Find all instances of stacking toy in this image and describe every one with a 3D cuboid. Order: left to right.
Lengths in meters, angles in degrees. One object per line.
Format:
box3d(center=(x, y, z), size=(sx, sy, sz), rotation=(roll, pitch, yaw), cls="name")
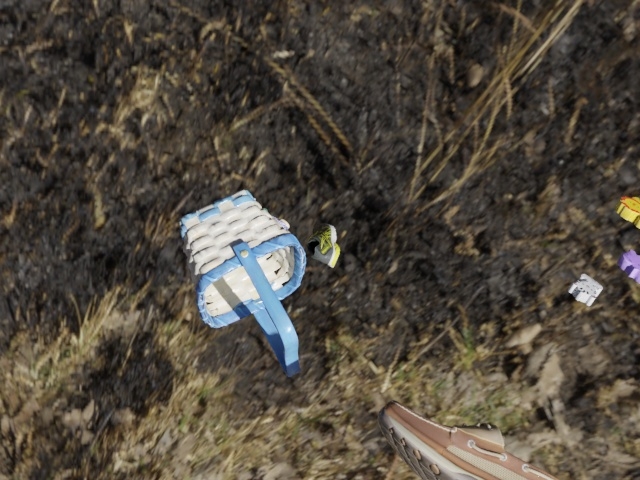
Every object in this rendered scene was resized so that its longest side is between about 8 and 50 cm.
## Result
box3d(center=(0.477, 0.062, 1.326), size=(0.221, 0.167, 0.052), rotation=(37, 37, 19), cls="stacking toy")

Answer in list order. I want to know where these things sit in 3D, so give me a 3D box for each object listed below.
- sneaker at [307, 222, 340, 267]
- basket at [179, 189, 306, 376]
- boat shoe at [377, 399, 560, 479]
box3d(center=(0.000, 0.000, 1.150), size=(0.035, 0.031, 0.083), rotation=(18, 22, -22), cls="sneaker")
box3d(center=(-0.112, 0.077, 1.585), size=(0.201, 0.255, 0.289), rotation=(-22, 71, -11), cls="basket")
box3d(center=(0.237, 0.342, 1.459), size=(0.324, 0.123, 0.116), rotation=(33, 67, 15), cls="boat shoe")
